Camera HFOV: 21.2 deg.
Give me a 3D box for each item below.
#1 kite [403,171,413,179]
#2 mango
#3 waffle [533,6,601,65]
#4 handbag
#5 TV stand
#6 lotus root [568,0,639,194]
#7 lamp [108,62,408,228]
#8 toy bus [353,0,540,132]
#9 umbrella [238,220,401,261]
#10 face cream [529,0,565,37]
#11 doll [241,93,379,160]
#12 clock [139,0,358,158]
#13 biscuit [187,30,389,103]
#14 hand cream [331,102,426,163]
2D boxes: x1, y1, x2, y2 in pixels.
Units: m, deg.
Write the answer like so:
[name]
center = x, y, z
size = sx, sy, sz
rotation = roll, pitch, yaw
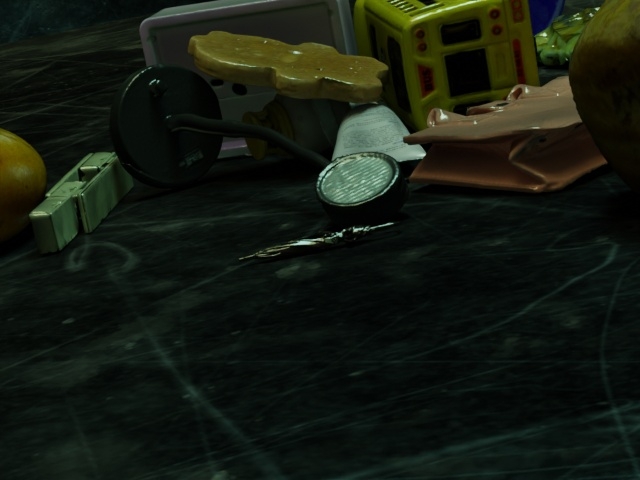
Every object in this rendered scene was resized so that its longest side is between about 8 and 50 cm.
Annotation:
[kite]
center = 0.050, -0.052, 1.430
size = 0.122, 0.004, 0.090
rotation = -5, 14, 18
[mango]
center = -0.306, -0.053, 1.448
size = 0.145, 0.112, 0.219
rotation = 16, 16, 13
[waffle]
center = 0.343, -0.234, 1.867
size = 0.204, 0.054, 0.223
rotation = -18, 14, -30
[handbag]
center = 0.186, -0.094, 1.388
size = 0.157, 0.059, 0.212
rotation = 4, 20, 45
[TV stand]
center = -0.207, -0.037, 1.488
size = 0.042, 0.036, 0.249
rotation = -7, 14, 7
[lotus root]
center = 0.285, -0.106, 1.126
size = 0.193, 0.193, 0.291
rotation = -17, 12, -28
[lamp]
center = -0.039, -0.062, 1.432
size = 0.130, 0.108, 0.371
rotation = -40, 38, -27
[toy bus]
center = 0.121, -0.188, 1.643
size = 0.151, 0.145, 0.331
rotation = -13, 14, -5
[umbrella]
center = 0.001, 0.000, 1.232
size = 0.122, 0.013, 0.022
rotation = -14, 2, -12
[face cream]
center = 0.177, -0.303, 1.943
size = 0.206, 0.206, 0.111
rotation = -21, 15, -40
[doll]
center = -0.009, -0.110, 1.589
size = 0.127, 0.073, 0.084
rotation = -18, -14, -18
[clock]
center = -0.062, -0.160, 1.649
size = 0.197, 0.150, 0.063
rotation = -7, 17, 13
[biscuit]
center = -0.029, -0.153, 1.533
size = 0.184, 0.027, 0.133
rotation = 6, 23, -4
[hand cream]
center = 0.045, -0.082, 1.473
size = 0.084, 0.053, 0.142
rotation = -10, 21, 1
